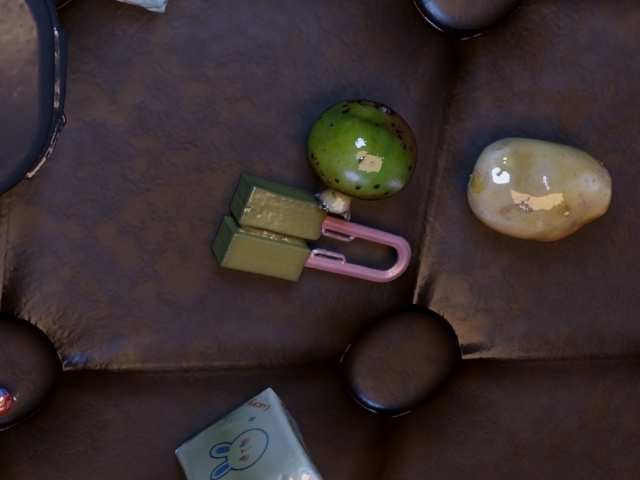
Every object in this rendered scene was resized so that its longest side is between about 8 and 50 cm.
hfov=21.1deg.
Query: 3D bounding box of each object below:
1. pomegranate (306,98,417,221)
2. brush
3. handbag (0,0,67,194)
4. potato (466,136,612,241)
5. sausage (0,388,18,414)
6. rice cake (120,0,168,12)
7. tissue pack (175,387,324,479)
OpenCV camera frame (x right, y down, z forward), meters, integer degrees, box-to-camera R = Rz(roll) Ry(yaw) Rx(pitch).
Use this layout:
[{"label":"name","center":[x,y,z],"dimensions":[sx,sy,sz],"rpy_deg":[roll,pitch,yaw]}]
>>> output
[{"label":"pomegranate","center":[0.043,-0.097,1.910],"dimensions":[0.130,0.130,0.130],"rpy_deg":[-8,119,-15]},{"label":"brush","center":[0.000,0.000,1.983],"dimensions":[0.233,0.047,0.103],"rpy_deg":[14,111,-26]},{"label":"handbag","center":[-0.383,-0.171,1.733],"dimensions":[0.254,0.093,0.308],"rpy_deg":[-4,117,-19]},{"label":"potato","center":[0.252,-0.058,2.004],"dimensions":[0.178,0.109,0.118],"rpy_deg":[7,136,-16]},{"label":"sausage","center":[-0.405,0.189,1.947],"dimensions":[0.129,0.034,0.034],"rpy_deg":[-10,119,-14]},{"label":"rice cake","center":[-0.165,-0.334,1.740],"dimensions":[0.069,0.063,0.206],"rpy_deg":[9,112,-16]},{"label":"tissue pack","center":[-0.076,0.282,2.012],"dimensions":[0.148,0.196,0.092],"rpy_deg":[-35,122,0]}]
